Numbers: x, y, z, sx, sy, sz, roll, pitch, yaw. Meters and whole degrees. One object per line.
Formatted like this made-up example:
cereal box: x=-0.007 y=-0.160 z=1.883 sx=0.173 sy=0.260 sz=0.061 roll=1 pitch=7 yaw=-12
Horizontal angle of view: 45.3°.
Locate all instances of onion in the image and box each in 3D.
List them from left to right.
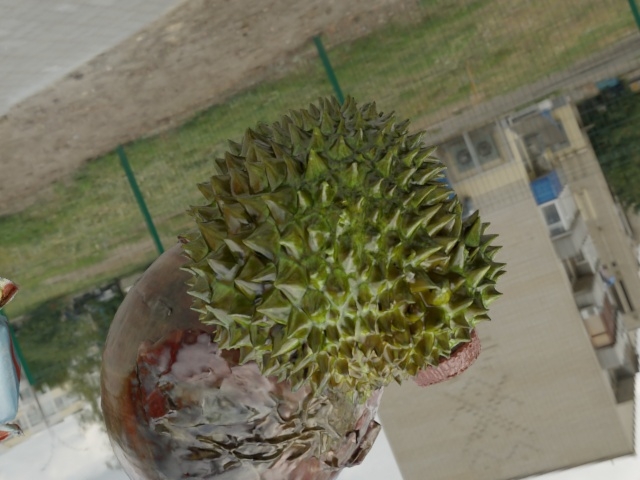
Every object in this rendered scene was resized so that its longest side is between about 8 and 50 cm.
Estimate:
onion: x=-0.069 y=0.135 z=0.832 sx=0.354 sy=0.353 sz=0.353 roll=-22 pitch=-179 yaw=0

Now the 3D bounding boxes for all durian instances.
durian: x=0.000 y=0.000 z=0.532 sx=0.200 sy=0.176 sz=0.237 roll=-41 pitch=-161 yaw=-6

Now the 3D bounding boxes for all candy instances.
candy: x=-0.143 y=0.054 z=0.336 sx=0.030 sy=0.083 sz=0.020 roll=-11 pitch=-157 yaw=-25

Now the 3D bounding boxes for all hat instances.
hat: x=0.130 y=0.096 z=0.970 sx=0.112 sy=0.162 sz=0.094 roll=-36 pitch=-169 yaw=-17
